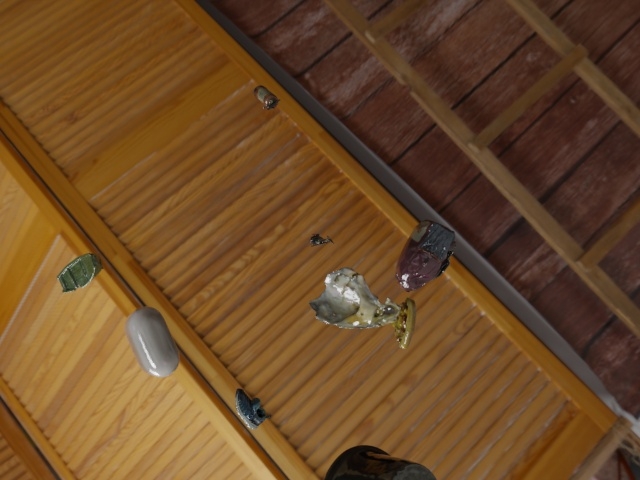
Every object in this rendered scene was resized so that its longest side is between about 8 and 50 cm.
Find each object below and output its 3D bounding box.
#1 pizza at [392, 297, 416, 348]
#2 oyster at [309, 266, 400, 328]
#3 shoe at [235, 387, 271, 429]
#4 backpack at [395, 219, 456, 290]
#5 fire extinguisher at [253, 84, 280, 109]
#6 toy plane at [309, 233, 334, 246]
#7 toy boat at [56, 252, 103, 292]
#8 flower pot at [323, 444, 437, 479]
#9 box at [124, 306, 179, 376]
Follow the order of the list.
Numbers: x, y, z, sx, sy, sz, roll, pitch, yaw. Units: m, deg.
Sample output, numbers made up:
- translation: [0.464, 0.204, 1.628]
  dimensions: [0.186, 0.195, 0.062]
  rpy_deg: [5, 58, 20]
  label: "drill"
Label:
- translation: [0.286, 0.290, 1.727]
  dimensions: [0.134, 0.046, 0.175]
  rpy_deg: [149, -49, -68]
  label: "pizza"
- translation: [0.114, 0.216, 1.723]
  dimensions: [0.275, 0.271, 0.100]
  rpy_deg: [-38, 165, 21]
  label: "oyster"
- translation: [-0.208, 0.498, 1.473]
  dimensions: [0.071, 0.143, 0.064]
  rpy_deg: [-29, -161, 2]
  label: "shoe"
- translation: [0.433, 0.075, 2.053]
  dimensions: [0.318, 0.197, 0.283]
  rpy_deg: [-61, 173, 6]
  label: "backpack"
- translation: [-0.177, -0.463, 1.612]
  dimensions: [0.062, 0.177, 0.050]
  rpy_deg: [-27, 125, -7]
  label: "fire extinguisher"
- translation: [0.000, 0.000, 1.890]
  dimensions: [0.120, 0.049, 0.031]
  rpy_deg: [-5, 132, -43]
  label: "toy plane"
- translation: [-0.756, 0.098, 1.566]
  dimensions: [0.292, 0.093, 0.055]
  rpy_deg: [-25, 180, 42]
  label: "toy boat"
- translation: [0.131, 0.491, 0.899]
  dimensions: [0.235, 0.235, 0.148]
  rpy_deg: [-34, 177, -44]
  label: "flower pot"
- translation: [-0.692, 0.415, 2.012]
  dimensions: [0.141, 0.289, 0.349]
  rpy_deg: [-23, 179, -28]
  label: "box"
